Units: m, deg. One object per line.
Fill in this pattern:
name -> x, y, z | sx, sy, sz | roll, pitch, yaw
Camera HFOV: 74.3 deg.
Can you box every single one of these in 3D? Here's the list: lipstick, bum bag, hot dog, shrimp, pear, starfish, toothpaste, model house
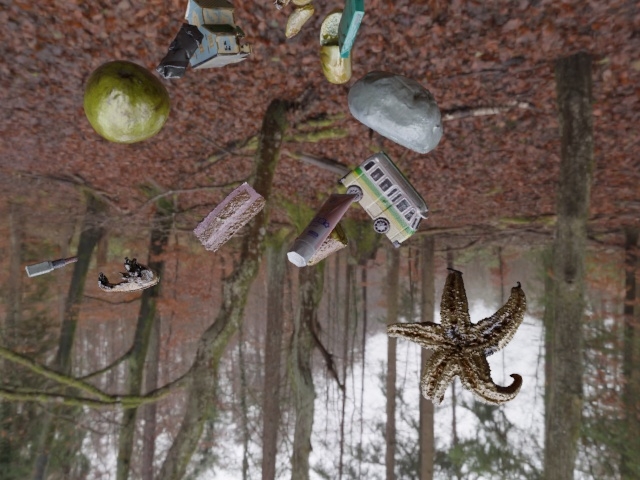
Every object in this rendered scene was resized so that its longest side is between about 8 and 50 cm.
lipstick -> -0.620, 0.056, 0.983 | 0.025, 0.025, 0.107 | -18, -177, 45
bum bag -> -0.438, -0.594, 1.322 | 0.087, 0.197, 0.049 | 27, 175, 0
hot dog -> -0.093, -0.901, 1.712 | 0.169, 0.061, 0.078 | -35, 177, 32
shrimp -> -0.643, 0.123, 1.394 | 0.178, 0.075, 0.289 | -19, 172, -11
pear -> -0.850, -0.605, 1.854 | 0.353, 0.351, 0.413 | -1, 162, -25
starfish -> 0.290, 0.205, 0.908 | 0.312, 0.302, 0.113 | -11, 165, 42
toothpaste -> 0.004, -0.031, 0.813 | 0.067, 0.042, 0.194 | 4, -136, 37
model house -> -0.356, -0.720, 1.446 | 0.178, 0.206, 0.271 | -21, -161, -32

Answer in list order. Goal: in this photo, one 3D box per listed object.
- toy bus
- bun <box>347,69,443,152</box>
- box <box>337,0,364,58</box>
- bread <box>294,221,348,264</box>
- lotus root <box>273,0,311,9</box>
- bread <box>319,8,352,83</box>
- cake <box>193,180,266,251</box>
toy bus -> 0.230, -0.146, 1.441 | 0.179, 0.305, 0.143 | -38, -176, 25
bun -> 0.255, -0.429, 1.382 | 0.355, 0.194, 0.354 | 28, -164, -9
box -> 0.114, -0.845, 1.622 | 0.042, 0.160, 0.226 | 4, 159, -12
bread -> 0.000, 0.000, 1.513 | 0.172, 0.131, 0.103 | -32, 162, 24
lotus root -> -0.047, -0.880, 1.387 | 0.169, 0.342, 0.151 | 31, 156, 24
bread -> 0.077, -0.937, 2.063 | 0.160, 0.332, 0.333 | 2, -179, 8
cake -> -0.311, -0.085, 1.475 | 0.295, 0.116, 0.113 | -39, -178, 13
